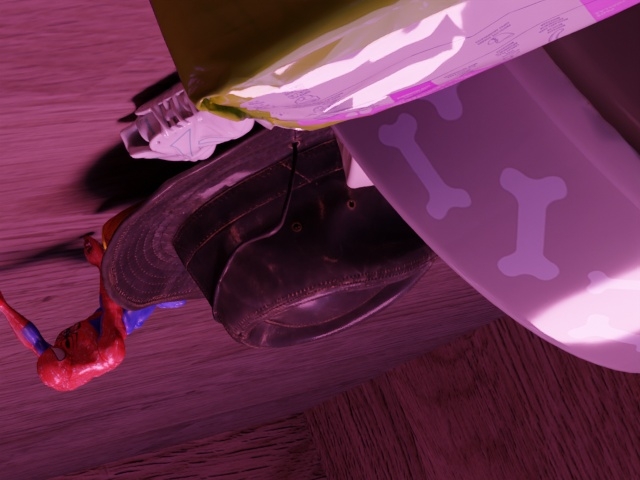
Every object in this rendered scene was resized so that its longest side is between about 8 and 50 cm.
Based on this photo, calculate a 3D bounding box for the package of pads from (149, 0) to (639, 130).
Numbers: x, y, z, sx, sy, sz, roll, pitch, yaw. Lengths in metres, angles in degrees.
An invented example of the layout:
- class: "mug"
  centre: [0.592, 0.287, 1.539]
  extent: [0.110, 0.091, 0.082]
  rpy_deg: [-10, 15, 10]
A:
- class: "package of pads"
  centre: [0.064, -0.182, 0.585]
  extent: [0.297, 0.229, 0.101]
  rpy_deg: [-24, 170, 15]

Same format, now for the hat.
- class: "hat"
  centre: [0.000, 0.000, 1.497]
  extent: [0.331, 0.134, 0.331]
  rpy_deg: [-29, 161, -11]

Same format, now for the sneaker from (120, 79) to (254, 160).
- class: "sneaker"
  centre: [-0.090, -0.084, 1.304]
  extent: [0.061, 0.053, 0.152]
  rpy_deg: [-12, 168, -27]

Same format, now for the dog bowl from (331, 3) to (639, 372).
- class: "dog bowl"
  centre: [0.108, -0.095, 0.839]
  extent: [0.102, 0.348, 0.349]
  rpy_deg: [-37, 163, 29]

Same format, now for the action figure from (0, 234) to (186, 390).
- class: "action figure"
  centre: [-0.203, 0.041, 1.692]
  extent: [0.091, 0.139, 0.280]
  rpy_deg: [-28, -170, 24]

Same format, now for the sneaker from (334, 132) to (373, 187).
- class: "sneaker"
  centre: [0.073, -0.128, 1.170]
  extent: [0.148, 0.131, 0.350]
  rpy_deg: [-15, 169, -5]

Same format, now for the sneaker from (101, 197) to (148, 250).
- class: "sneaker"
  centre: [-0.104, -0.029, 1.600]
  extent: [0.175, 0.064, 0.067]
  rpy_deg: [-16, -163, -30]
